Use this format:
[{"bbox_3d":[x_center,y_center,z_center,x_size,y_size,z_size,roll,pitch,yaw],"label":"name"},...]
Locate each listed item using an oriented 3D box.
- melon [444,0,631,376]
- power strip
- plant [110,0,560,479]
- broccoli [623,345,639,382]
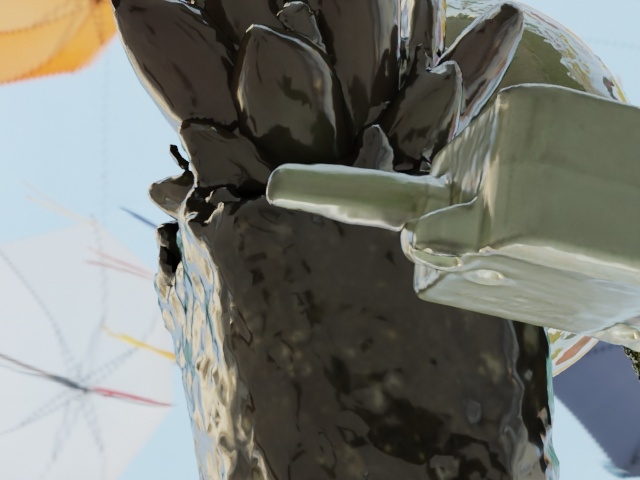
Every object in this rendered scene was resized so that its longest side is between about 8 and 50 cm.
[{"bbox_3d":[0.080,-0.022,1.021,0.271,0.308,0.272,7,-108,-21],"label":"melon"},{"bbox_3d":[0.125,0.007,0.484,0.288,0.093,0.053,14,-104,-10],"label":"power strip"},{"bbox_3d":[0.000,0.000,0.752,0.194,0.181,0.321,-2,-114,-20],"label":"plant"},{"bbox_3d":[0.199,0.034,0.745,0.130,0.131,0.120,33,-100,27],"label":"broccoli"}]
